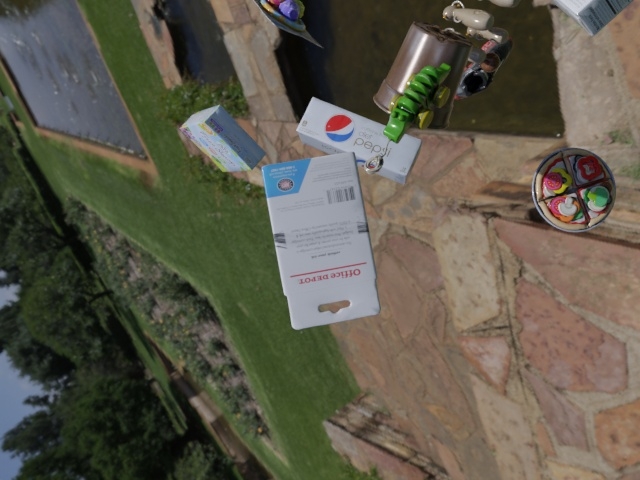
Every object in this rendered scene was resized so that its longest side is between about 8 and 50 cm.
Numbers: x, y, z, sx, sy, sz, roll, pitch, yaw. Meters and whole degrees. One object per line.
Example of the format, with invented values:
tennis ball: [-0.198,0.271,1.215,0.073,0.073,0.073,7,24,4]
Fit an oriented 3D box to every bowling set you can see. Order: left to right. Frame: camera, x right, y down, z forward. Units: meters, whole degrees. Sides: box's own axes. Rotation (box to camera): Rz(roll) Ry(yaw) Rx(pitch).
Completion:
bowling set: [0.413,-0.560,1.516,0.154,0.287,0.199,38,158,39]

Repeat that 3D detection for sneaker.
sneaker: [0.566,-0.592,1.875,0.098,0.276,0.135,43,-171,-21]

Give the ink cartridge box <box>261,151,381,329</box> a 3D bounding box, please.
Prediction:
ink cartridge box: [0.000,0.000,0.613,0.060,0.104,0.180,178,83,-84]

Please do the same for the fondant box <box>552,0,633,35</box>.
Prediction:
fondant box: [0.636,-0.641,1.161,0.330,0.096,0.238,-42,47,25]

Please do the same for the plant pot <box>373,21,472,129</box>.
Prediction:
plant pot: [0.213,-0.333,1.089,0.167,0.167,0.165,43,128,31]

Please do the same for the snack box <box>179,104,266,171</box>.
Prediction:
snack box: [-0.263,-0.265,1.450,0.174,0.070,0.207,45,161,-26]

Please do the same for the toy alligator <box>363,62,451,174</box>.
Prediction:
toy alligator: [0.116,-0.174,0.736,0.056,0.189,0.051,35,174,24]

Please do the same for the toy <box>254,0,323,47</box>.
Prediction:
toy: [-0.084,-0.519,1.200,0.056,0.137,0.237,-58,47,25]

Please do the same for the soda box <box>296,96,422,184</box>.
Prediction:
soda box: [0.070,-0.180,0.993,0.216,0.073,0.069,24,175,9]

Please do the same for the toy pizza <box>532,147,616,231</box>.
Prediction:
toy pizza: [0.597,-0.120,1.275,0.201,0.201,0.032,58,176,1]
